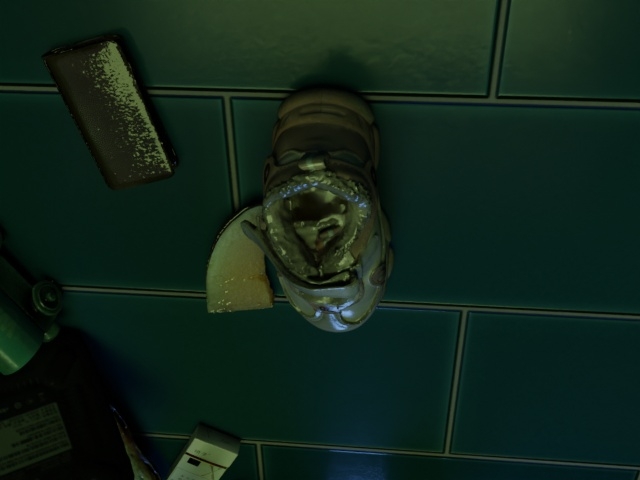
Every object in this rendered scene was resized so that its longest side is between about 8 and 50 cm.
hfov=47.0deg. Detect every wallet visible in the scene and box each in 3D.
[{"bbox_3d":[-0.268,-0.162,0.954,0.110,0.031,0.198,-11,122,13],"label":"wallet"}]

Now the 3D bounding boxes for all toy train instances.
[{"bbox_3d":[-0.489,0.082,1.074,0.101,0.159,0.248,-22,121,26],"label":"toy train"}]

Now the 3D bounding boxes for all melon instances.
[{"bbox_3d":[-0.120,0.024,1.054,0.098,0.054,0.182,-1,124,2],"label":"melon"}]

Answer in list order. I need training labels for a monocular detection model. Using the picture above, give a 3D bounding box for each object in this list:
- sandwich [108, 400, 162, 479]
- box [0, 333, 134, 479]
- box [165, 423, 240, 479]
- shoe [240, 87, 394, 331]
[{"bbox_3d":[-0.419,0.427,1.247,0.099,0.271,0.301,7,130,39],"label":"sandwich"},{"bbox_3d":[-0.454,0.303,1.100,0.290,0.289,0.073,-16,162,-28],"label":"box"},{"bbox_3d":[-0.214,0.401,1.330,0.084,0.040,0.154,27,125,-10],"label":"box"},{"bbox_3d":[-0.003,0.001,0.934,0.172,0.198,0.351,-3,123,10],"label":"shoe"}]
